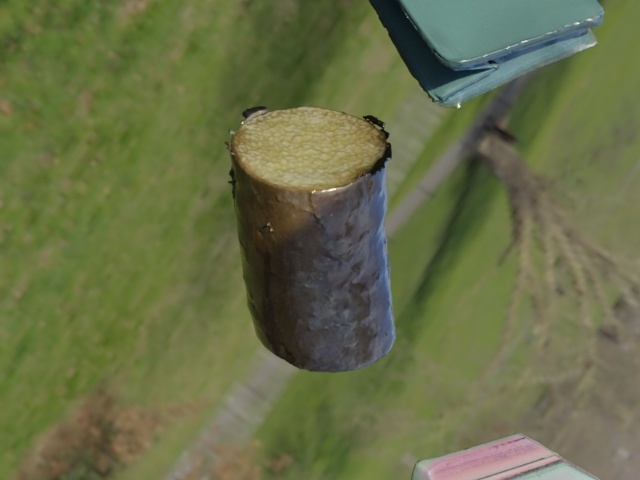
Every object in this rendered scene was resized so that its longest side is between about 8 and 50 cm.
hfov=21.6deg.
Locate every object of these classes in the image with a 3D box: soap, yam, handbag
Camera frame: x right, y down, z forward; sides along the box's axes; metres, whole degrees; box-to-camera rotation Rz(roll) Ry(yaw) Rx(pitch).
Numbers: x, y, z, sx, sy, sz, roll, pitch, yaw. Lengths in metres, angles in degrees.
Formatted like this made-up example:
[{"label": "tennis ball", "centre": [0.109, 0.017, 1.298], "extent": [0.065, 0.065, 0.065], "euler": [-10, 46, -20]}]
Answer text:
[{"label": "soap", "centre": [0.123, 0.184, 1.101], "extent": [0.149, 0.056, 0.100], "euler": [-8, 113, -42]}, {"label": "yam", "centre": [-0.003, 0.001, 0.843], "extent": [0.084, 0.084, 0.127], "euler": [-42, 141, -43]}, {"label": "handbag", "centre": [0.103, -0.214, 1.261], "extent": [0.144, 0.221, 0.057], "euler": [-22, 151, -12]}]
